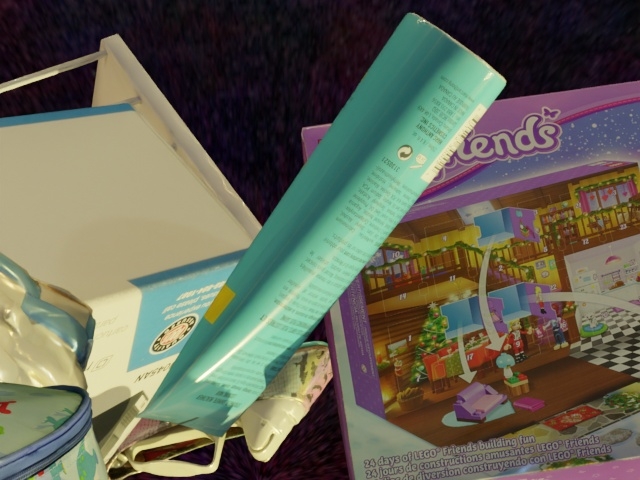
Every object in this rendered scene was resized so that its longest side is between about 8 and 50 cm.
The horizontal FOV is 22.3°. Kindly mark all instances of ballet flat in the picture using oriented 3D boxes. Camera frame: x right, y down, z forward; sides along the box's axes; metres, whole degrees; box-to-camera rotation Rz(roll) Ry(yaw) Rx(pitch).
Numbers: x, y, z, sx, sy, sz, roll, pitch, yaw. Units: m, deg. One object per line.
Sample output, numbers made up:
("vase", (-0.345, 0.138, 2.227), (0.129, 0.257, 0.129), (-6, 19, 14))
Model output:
("ballet flat", (-0.084, 0.152, 1.341), (0.221, 0.077, 0.079), (-17, 55, 3))

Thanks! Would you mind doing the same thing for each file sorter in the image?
("file sorter", (-0.201, -0.010, 1.493), (0.173, 0.193, 0.277), (-22, 60, -29))

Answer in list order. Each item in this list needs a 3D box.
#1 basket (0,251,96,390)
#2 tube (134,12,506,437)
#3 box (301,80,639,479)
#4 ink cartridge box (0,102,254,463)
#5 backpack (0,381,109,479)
("basket", (-0.226, 0.108, 0.624), (0.255, 0.201, 0.289), (40, 40, -18))
("tube", (0.000, 0.000, 0.703), (0.052, 0.080, 0.207), (38, 95, 31))
("box", (0.147, 0.021, 0.782), (0.293, 0.057, 0.201), (-8, 60, -1))
("ink cartridge box", (-0.263, 0.111, 1.106), (0.166, 0.285, 0.395), (47, 119, 16))
("backpack", (-0.107, 0.057, 0.358), (0.114, 0.105, 0.084), (-3, 100, 20))
